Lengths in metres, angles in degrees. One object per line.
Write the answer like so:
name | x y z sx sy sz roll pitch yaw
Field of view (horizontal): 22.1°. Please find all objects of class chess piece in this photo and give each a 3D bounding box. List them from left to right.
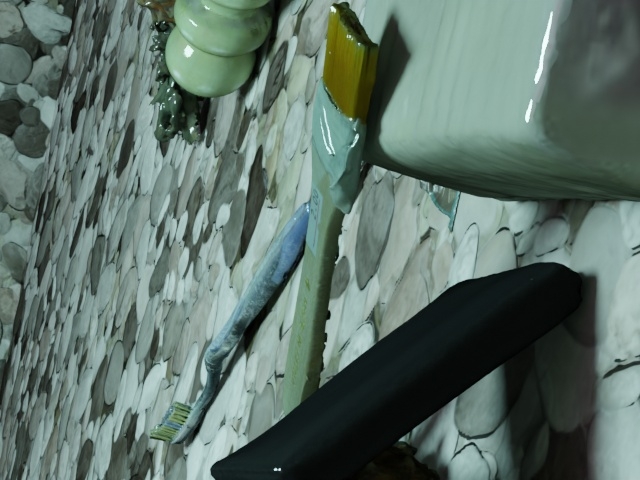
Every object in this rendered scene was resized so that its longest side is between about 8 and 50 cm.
chess piece | -0.105 -0.269 1.873 0.251 0.144 0.144 112 161 -44

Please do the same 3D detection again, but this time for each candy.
candy | 0.142 -0.133 0.993 0.359 0.145 0.208 -171 94 -73

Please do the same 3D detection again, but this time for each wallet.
wallet | 0.049 0.090 1.047 0.250 0.044 0.149 -35 8 -24

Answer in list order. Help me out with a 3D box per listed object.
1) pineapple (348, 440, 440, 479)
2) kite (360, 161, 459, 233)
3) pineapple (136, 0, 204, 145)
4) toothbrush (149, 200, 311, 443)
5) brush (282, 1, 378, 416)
pineapple | 0.029 0.193 1.144 0.278 0.158 0.157 -99 26 -76
kite | 0.091 -0.169 1.385 0.406 0.014 0.368 -97 27 -47
pineapple | -0.164 -0.290 2.035 0.175 0.175 0.361 -108 27 -58
toothbrush | -0.090 0.095 1.702 0.035 0.042 0.413 -93 27 -42
brush | 0.000 0.000 1.138 0.085 0.020 0.336 -117 29 -52
